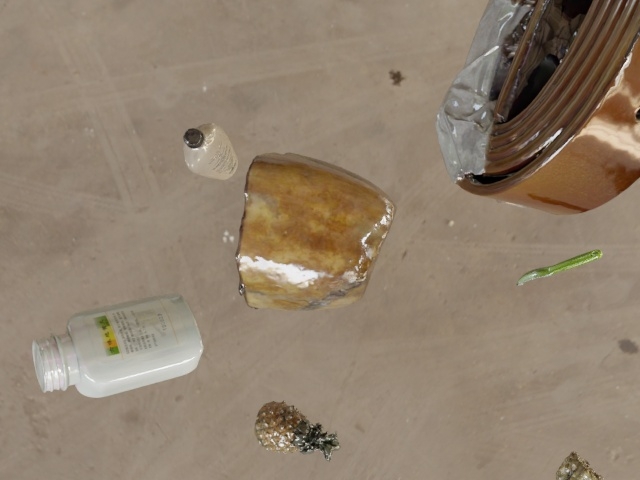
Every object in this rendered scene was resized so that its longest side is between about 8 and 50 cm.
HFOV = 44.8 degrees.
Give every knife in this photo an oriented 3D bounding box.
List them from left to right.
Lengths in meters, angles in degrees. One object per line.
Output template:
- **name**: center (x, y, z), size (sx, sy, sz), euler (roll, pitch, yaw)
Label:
- **knife**: center (0.441, 0.052, 1.454), size (0.026, 0.184, 0.022), euler (23, 54, -39)

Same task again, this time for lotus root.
- **lotus root**: center (0.000, 0.000, 1.406), size (0.250, 0.316, 0.316), euler (13, 62, 8)

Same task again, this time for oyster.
- **oyster**: center (0.430, 0.420, 1.243), size (0.106, 0.056, 0.177), euler (-12, 91, -9)

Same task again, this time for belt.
- **belt**: center (0.245, -0.184, 0.733), size (0.122, 0.338, 0.217), euler (16, 15, -31)

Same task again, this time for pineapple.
- **pineapple**: center (-0.043, 0.398, 1.608), size (0.198, 0.108, 0.108), euler (7, 56, 36)

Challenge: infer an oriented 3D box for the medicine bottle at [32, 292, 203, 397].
- **medicine bottle**: center (-0.422, 0.222, 1.618), size (0.324, 0.124, 0.179), euler (-11, 59, -31)

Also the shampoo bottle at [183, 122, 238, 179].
- **shampoo bottle**: center (-0.267, -0.212, 1.864), size (0.078, 0.257, 0.127), euler (31, 86, 12)
